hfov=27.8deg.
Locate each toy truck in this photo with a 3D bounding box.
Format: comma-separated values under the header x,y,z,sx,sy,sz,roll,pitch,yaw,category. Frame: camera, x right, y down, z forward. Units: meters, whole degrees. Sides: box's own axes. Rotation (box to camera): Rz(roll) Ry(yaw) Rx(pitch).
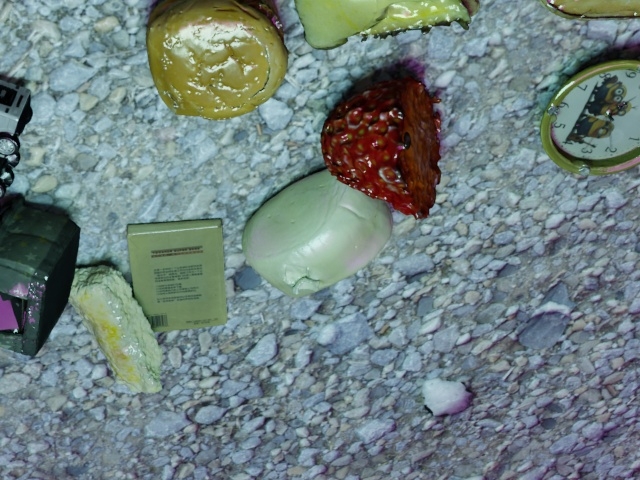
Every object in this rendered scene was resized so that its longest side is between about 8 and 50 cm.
x,y,z,sx,sy,sz,roll,pitch,yaw,category
-0.515,-0.132,1.943,0.125,0.101,0.243,21,128,-11,toy truck

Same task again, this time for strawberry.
x,y,z,sx,sy,sz,roll,pitch,yaw,category
0.086,-0.135,1.985,0.178,0.234,0.234,-4,135,21,strawberry

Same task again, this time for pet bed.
x,y,z,sx,sy,sz,roll,pitch,yaw,category
-0.481,0.053,2.012,0.159,0.211,0.183,16,122,1,pet bed

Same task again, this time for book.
x,y,z,sx,sy,sz,roll,pitch,yaw,category
-0.243,0.062,2.203,0.161,0.026,0.231,-5,131,-7,book

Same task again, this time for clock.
x,y,z,sx,sy,sz,roll,pitch,yaw,category
0.461,-0.205,2.076,0.237,0.057,0.237,-5,133,-5,clock

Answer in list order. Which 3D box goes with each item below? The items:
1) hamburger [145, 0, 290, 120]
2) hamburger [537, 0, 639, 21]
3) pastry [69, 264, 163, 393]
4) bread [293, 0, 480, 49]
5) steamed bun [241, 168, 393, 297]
x,y,z,sx,sy,sz,roll,pitch,yaw,category
-0.149,-0.276,1.880,0.213,0.108,0.214,-2,132,-2,hamburger
0.423,-0.427,1.822,0.283,0.145,0.260,5,125,-9,hamburger
-0.342,0.150,2.194,0.121,0.089,0.258,3,132,44,pastry
0.081,-0.383,1.779,0.262,0.163,0.204,-4,145,17,bread
0.000,0.000,2.108,0.238,0.153,0.170,-30,130,18,steamed bun
